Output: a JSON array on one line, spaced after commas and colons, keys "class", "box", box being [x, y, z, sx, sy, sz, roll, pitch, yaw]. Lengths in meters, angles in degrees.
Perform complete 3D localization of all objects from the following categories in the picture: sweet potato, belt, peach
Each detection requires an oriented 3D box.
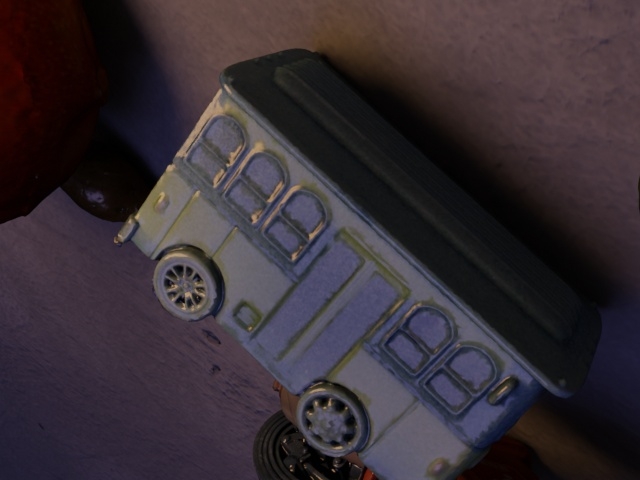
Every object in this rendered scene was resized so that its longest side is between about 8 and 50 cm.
[{"class": "sweet potato", "box": [-0.217, -0.052, 0.964, 0.269, 0.075, 0.074, 32, 143, 9]}, {"class": "belt", "box": [0.019, 0.252, 0.950, 0.190, 0.141, 0.082, 18, 137, 32]}, {"class": "peach", "box": [-0.373, -0.173, 0.819, 0.372, 0.373, 0.290, 54, 177, -9]}]

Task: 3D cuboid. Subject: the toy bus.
[{"class": "toy bus", "box": [0.029, 0.026, 0.660, 0.312, 0.152, 0.190, 43, 119, 6]}]

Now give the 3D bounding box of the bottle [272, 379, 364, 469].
[{"class": "bottle", "box": [0.017, 0.167, 0.913, 0.152, 0.099, 0.099, 23, 139, 36]}]

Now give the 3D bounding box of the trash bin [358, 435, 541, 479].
[{"class": "trash bin", "box": [0.124, 0.268, 0.732, 0.161, 0.184, 0.239, 19, -175, -20]}]

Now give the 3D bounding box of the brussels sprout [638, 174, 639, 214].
[{"class": "brussels sprout", "box": [0.241, -0.012, 0.471, 0.155, 0.117, 0.155, 28, 133, 35]}]
